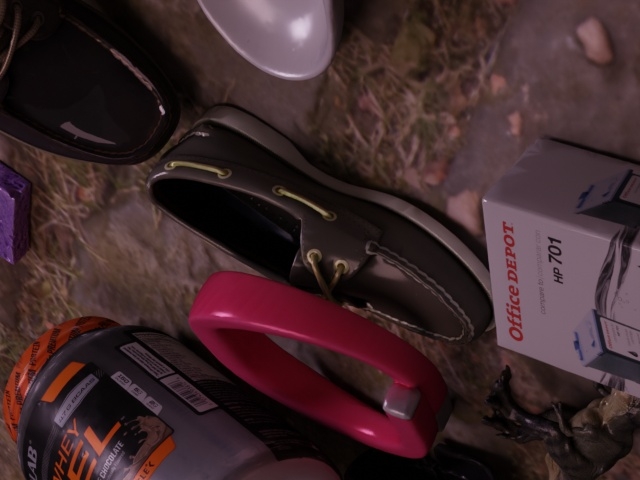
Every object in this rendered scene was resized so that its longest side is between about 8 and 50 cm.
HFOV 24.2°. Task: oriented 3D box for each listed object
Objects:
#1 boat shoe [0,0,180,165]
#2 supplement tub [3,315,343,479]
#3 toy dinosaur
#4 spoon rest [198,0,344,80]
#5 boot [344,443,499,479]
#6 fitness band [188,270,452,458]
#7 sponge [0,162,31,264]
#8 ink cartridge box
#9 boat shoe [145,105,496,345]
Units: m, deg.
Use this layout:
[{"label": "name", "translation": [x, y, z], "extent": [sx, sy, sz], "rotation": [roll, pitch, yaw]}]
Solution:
[{"label": "boat shoe", "translation": [-0.278, -0.163, 1.178], "extent": [0.355, 0.132, 0.130], "rotation": [29, -172, -4]}, {"label": "supplement tub", "translation": [-0.149, 0.213, 1.412], "extent": [0.338, 0.207, 0.207], "rotation": [30, 146, 44]}, {"label": "toy dinosaur", "translation": [0.184, 0.151, 1.159], "extent": [0.118, 0.064, 0.268], "rotation": [29, 147, 12]}, {"label": "spoon rest", "translation": [-0.008, -0.190, 0.981], "extent": [0.137, 0.084, 0.276], "rotation": [50, 145, -6]}, {"label": "boot", "translation": [0.168, 0.296, 1.284], "extent": [0.338, 0.118, 0.223], "rotation": [4, 124, 39]}, {"label": "fitness band", "translation": [0.000, 0.107, 1.230], "extent": [0.209, 0.054, 0.291], "rotation": [20, 164, 17]}, {"label": "sponge", "translation": [-0.388, -0.071, 1.558], "extent": [0.210, 0.031, 0.117], "rotation": [34, 145, 16]}, {"label": "ink cartridge box", "translation": [0.210, 0.028, 0.979], "extent": [0.190, 0.082, 0.140], "rotation": [18, 138, 32]}, {"label": "boat shoe", "translation": [0.000, 0.003, 1.166], "extent": [0.305, 0.091, 0.109], "rotation": [31, 144, 21]}]
